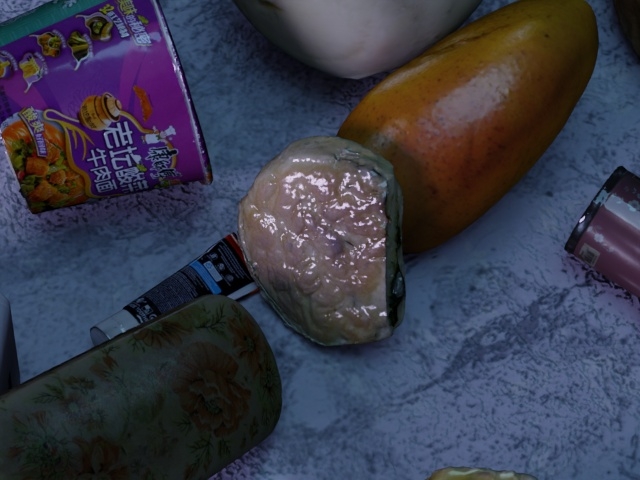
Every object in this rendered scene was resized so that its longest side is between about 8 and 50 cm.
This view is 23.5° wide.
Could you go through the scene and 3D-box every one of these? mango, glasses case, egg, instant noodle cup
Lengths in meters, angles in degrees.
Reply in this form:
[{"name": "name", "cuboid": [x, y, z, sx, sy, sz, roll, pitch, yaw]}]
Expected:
[{"name": "mango", "cuboid": [0.166, -0.132, 1.629, 0.350, 0.201, 0.199, -40, 41, -6]}, {"name": "glasses case", "cuboid": [-0.178, 0.169, 1.368, 0.425, 0.098, 0.156, -27, 94, -54]}, {"name": "egg", "cuboid": [0.058, -0.335, 1.688, 0.345, 0.283, 0.283, -36, 70, -26]}, {"name": "instant noodle cup", "cuboid": [-0.239, -0.146, 1.579, 0.190, 0.251, 0.251, -19, 64, -7]}]

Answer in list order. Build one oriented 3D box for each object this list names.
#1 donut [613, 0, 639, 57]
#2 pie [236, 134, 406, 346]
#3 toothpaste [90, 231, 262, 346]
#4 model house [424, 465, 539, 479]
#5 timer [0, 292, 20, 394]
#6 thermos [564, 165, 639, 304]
[{"name": "donut", "cuboid": [0.476, -0.323, 1.807, 0.299, 0.150, 0.317, 33, 63, 12]}, {"name": "pie", "cuboid": [-0.001, 0.001, 1.549, 0.185, 0.218, 0.052, 7, 22, 19]}, {"name": "toothpaste", "cuboid": [-0.142, 0.063, 1.576, 0.193, 0.045, 0.071, -32, 77, -29]}, {"name": "model house", "cuboid": [0.111, 0.313, 1.380, 0.234, 0.193, 0.175, -15, 63, -18]}, {"name": "timer", "cuboid": [-0.385, 0.163, 1.399, 0.194, 0.192, 0.195, 6, 60, -4]}, {"name": "thermos", "cuboid": [0.414, 0.066, 1.601, 0.330, 0.109, 0.136, 35, 62, 12]}]
